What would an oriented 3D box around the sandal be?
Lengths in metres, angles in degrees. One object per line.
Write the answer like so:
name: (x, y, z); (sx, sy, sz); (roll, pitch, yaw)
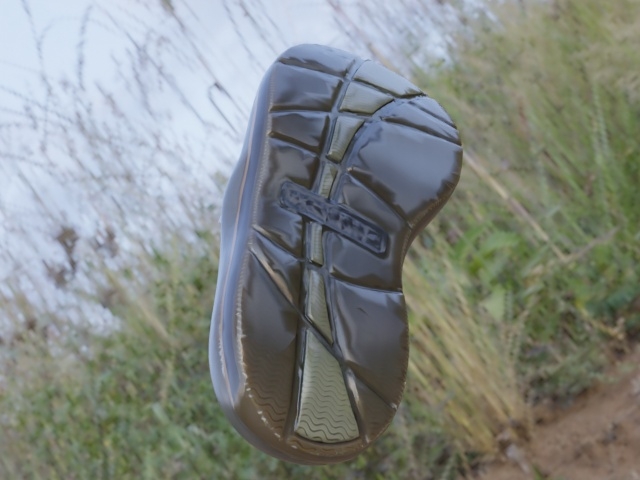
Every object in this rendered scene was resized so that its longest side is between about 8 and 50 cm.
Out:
sandal: (0.000, 0.000, 0.454); (0.060, 0.090, 0.219); (-47, 22, 39)
